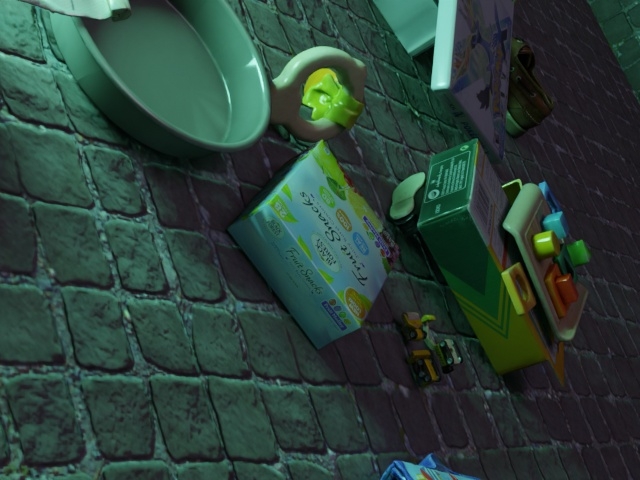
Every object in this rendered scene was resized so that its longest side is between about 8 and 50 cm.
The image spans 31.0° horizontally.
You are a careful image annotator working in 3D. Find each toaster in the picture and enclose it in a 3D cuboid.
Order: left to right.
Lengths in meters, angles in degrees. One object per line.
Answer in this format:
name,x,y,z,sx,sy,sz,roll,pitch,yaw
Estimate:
toaster,0.187,-0.421,2.037,0.185,0.110,0.168,55,29,-8

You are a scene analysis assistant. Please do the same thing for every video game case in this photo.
video game case,0.266,-0.337,1.971,0.300,0.036,0.329,39,53,-57

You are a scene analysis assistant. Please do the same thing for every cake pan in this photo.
cake pan,-0.174,-0.210,1.257,0.293,0.054,0.293,35,37,-32

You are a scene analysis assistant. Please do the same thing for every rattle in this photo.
rattle,-0.050,-0.203,1.474,0.200,0.130,0.142,-7,45,-28

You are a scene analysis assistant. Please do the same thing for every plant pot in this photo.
plant pot,0.314,-0.034,1.894,0.083,0.081,0.081,44,29,-47

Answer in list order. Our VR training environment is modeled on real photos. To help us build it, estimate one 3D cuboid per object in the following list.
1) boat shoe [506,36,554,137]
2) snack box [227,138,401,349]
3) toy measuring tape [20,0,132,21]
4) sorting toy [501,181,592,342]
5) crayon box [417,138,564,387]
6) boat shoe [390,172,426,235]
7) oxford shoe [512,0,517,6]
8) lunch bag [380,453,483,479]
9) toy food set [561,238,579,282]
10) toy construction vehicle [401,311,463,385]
boat shoe,0.378,-0.352,2.292,0.111,0.104,0.307,16,48,-51
snack box,0.000,0.000,1.336,0.174,0.070,0.207,53,29,-11
toy measuring tape,-0.286,-0.261,1.017,0.330,0.121,0.121,2,59,-44
sorting toy,0.337,0.025,1.660,0.196,0.047,0.347,62,29,-12
crayon box,0.250,0.043,1.656,0.323,0.083,0.203,59,24,-22
boat shoe,0.129,-0.053,1.634,0.042,0.049,0.133,57,27,-21
oxford shoe,0.216,-0.545,2.215,0.397,0.140,0.146,37,56,-19
lunch bag,0.173,0.360,1.229,0.221,0.138,0.293,21,33,-49
toy food set,0.358,0.021,1.826,0.192,0.038,0.132,28,44,-62
toy construction vehicle,0.134,0.139,1.467,0.086,0.035,0.098,1,58,-47
